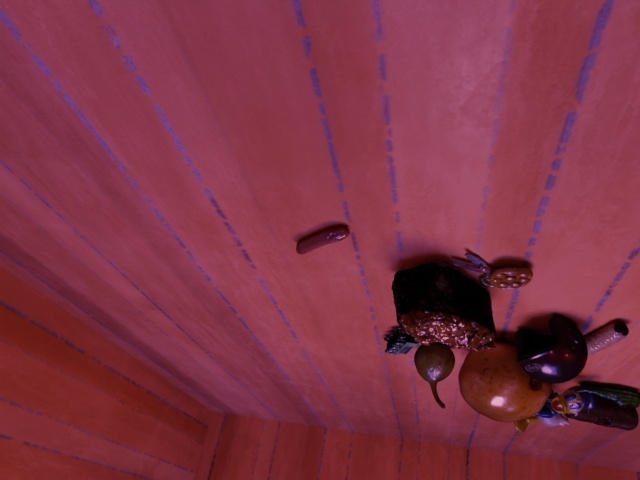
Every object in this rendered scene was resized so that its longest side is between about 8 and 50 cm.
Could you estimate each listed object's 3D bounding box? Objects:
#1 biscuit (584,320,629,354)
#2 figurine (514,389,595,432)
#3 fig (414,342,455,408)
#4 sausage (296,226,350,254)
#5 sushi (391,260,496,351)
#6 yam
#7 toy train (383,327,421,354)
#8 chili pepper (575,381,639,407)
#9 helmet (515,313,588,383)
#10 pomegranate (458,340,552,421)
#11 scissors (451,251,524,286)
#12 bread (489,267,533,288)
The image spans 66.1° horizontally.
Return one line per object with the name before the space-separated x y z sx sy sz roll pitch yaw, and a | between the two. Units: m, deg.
biscuit | 0.862 0.306 1.512 0.061 0.055 0.219 -13 154 -18
figurine | 0.885 0.605 1.896 0.283 0.204 0.338 43 142 -14
fig | 0.418 0.492 1.779 0.149 0.245 0.149 3 145 2
sausage | 0.000 0.000 1.308 0.043 0.043 0.186 34 142 -32
sushi | 0.337 0.206 1.380 0.349 0.207 0.234 25 143 -30
yam | 1.116 0.675 1.967 0.280 0.131 0.131 13 149 -8
toy train | 0.298 0.374 1.798 0.111 0.071 0.170 7 150 -6
chili pepper | 1.116 0.591 1.886 0.257 0.074 0.100 13 152 6
helmet | 0.707 0.337 1.506 0.216 0.193 0.189 -22 166 -31
pomegranate | 0.625 0.479 1.667 0.308 0.307 0.307 8 149 5
scissors | 0.437 0.077 1.308 0.187 0.019 0.133 22 145 -22
bread | 0.498 0.097 1.286 0.110 0.024 0.110 5 148 3
